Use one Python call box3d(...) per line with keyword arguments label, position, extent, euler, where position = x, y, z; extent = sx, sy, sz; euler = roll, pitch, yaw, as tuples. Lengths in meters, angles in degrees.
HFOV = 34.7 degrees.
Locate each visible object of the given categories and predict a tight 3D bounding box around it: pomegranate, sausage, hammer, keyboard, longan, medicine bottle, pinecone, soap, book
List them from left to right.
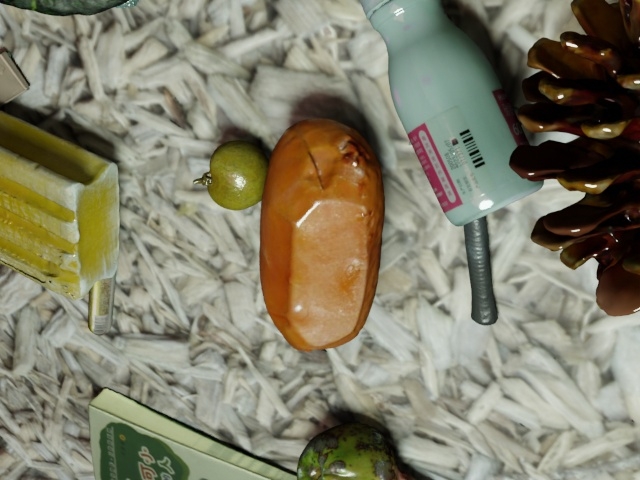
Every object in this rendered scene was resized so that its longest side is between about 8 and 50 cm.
box3d(label="keyboard", position=(-0.410, -0.177, 1.225), extent=(0.166, 0.017, 0.055), euler=(-19, 114, 38))
box3d(label="soap", position=(-0.366, -0.059, 1.195), extent=(0.274, 0.089, 0.173), euler=(25, 129, 20))
box3d(label="sausage", position=(-0.267, 0.024, 1.263), extent=(0.033, 0.033, 0.269), euler=(24, 130, 15))
box3d(label="book", position=(-0.155, 0.371, 1.425), extent=(0.371, 0.043, 0.260), euler=(18, 129, 19))
box3d(label="longan", position=(-0.092, -0.067, 1.066), extent=(0.075, 0.083, 0.075), euler=(173, 90, -70))
box3d(label="sausage", position=(0.000, -0.002, 1.025), extent=(0.133, 0.133, 0.258), euler=(17, 128, 20))
box3d(label="pomegranate", position=(0.052, 0.282, 1.188), extent=(0.163, 0.138, 0.125), euler=(4, 160, 6))
box3d(label="medicine bottle", position=(0.108, -0.125, 0.876), extent=(0.090, 0.090, 0.216), euler=(-27, 87, 40))
box3d(label="hammer", position=(0.144, -0.020, 0.993), extent=(0.103, 0.029, 0.246), euler=(9, 126, 26))
box3d(label="pinecone", position=(0.260, -0.083, 0.751), extent=(0.264, 0.264, 0.264), euler=(15, 127, 22))

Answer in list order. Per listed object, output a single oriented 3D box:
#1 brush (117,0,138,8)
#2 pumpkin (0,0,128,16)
box3d(label="brush", position=(-0.224, -0.325, 1.011), extent=(0.070, 0.021, 0.196), euler=(6, 123, 25))
box3d(label="pumpkin", position=(-0.225, -0.333, 0.828), extent=(0.323, 0.241, 0.323), euler=(2, 154, 1))
